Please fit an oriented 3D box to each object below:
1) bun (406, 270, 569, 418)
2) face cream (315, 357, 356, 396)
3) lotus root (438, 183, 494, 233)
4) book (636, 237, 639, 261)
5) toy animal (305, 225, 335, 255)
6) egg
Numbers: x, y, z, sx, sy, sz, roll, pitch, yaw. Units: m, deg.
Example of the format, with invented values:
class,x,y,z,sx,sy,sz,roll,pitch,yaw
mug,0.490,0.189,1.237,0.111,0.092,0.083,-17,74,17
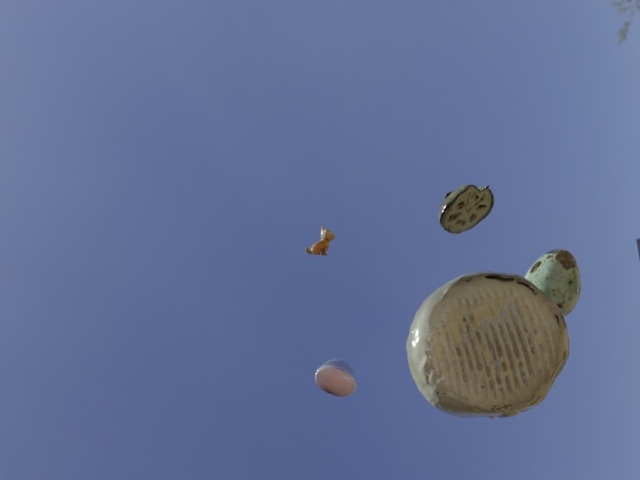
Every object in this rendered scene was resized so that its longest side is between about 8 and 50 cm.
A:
class,x,y,z,sx,sy,sz,roll,pitch,yaw
bun,0.376,0.245,1.352,0.211,0.359,0.360,72,-148,-61
face cream,0.044,0.361,1.580,0.269,0.107,0.073,68,-140,-82
lotus root,0.480,-0.120,1.998,0.203,0.078,0.183,-40,-46,7
book,0.988,0.098,1.626,0.021,0.310,0.217,-10,-89,-6
toy animal,0.000,0.000,1.627,0.081,0.060,0.083,9,-92,-12
egg,0.713,0.137,1.823,0.169,0.169,0.231,11,-82,-49
